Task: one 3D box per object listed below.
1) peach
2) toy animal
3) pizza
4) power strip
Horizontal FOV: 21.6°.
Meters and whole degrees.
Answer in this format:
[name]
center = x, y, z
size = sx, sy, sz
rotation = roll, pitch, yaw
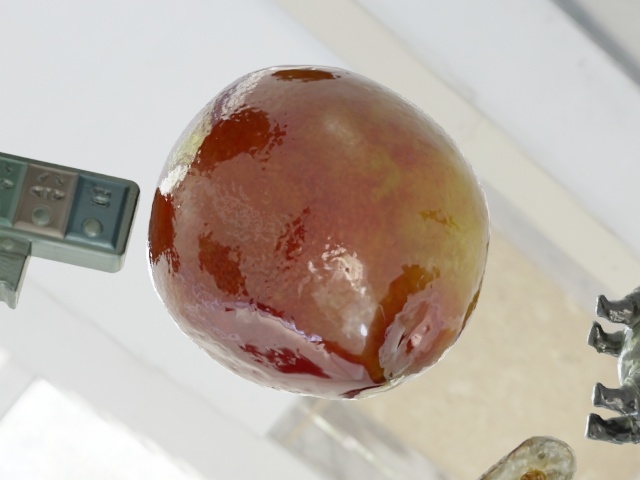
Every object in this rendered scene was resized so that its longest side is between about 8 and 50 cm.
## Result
[peach]
center = 0.000, 0.000, 1.525
size = 0.308, 0.308, 0.332
rotation = 37, -164, -47
[toy animal]
center = 0.411, 0.100, 2.005
size = 0.168, 0.343, 0.106
rotation = 18, 141, 14
[pizza]
center = 0.127, 0.222, 1.351
size = 0.056, 0.271, 0.134
rotation = 50, -135, 6
[power strip]
center = -0.287, -0.007, 1.563
size = 0.216, 0.145, 0.061
rotation = 12, 149, -2
